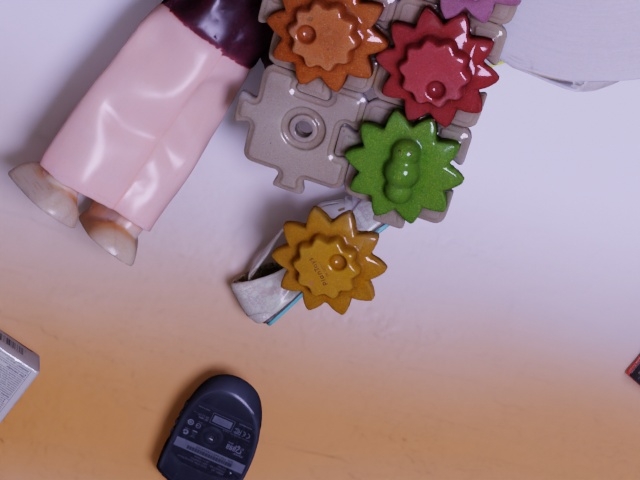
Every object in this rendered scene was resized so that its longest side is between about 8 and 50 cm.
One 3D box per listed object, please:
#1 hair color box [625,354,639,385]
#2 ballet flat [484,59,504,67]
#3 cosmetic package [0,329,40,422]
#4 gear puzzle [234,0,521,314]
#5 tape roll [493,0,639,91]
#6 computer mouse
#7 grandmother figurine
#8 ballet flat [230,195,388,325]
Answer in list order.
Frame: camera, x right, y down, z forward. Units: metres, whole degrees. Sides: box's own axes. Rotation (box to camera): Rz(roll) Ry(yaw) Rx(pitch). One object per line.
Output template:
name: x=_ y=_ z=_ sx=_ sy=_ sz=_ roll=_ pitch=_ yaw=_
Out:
hair color box: x=0.340 y=0.131 z=1.256 sx=0.141 sy=0.043 sz=0.072 roll=37 pitch=96 yaw=-17
ballet flat: x=0.164 y=-0.177 z=1.127 sx=0.231 sy=0.077 sz=0.077 roll=-16 pitch=107 yaw=-5
cosmetic package: x=-0.277 y=0.125 z=1.151 sx=0.060 sy=0.041 sz=0.115 roll=38 pitch=96 yaw=-17
gear puzzle: x=0.026 y=-0.092 z=1.034 sx=0.175 sy=0.044 sz=0.339 roll=19 pitch=118 yaw=5
tape roll: x=0.198 y=-0.297 z=0.969 sx=0.072 sy=0.392 sz=0.392 roll=-15 pitch=113 yaw=-51
computer mouse: x=-0.115 y=0.212 z=1.209 sx=0.071 sy=0.041 sz=0.242 roll=27 pitch=105 yaw=-6
grandmother figurine: x=-0.088 y=-0.154 z=1.087 sx=0.342 sy=0.104 sz=0.208 roll=-51 pitch=134 yaw=3
ballet flat: x=0.000 y=0.000 z=1.160 sx=0.168 sy=0.057 sz=0.052 roll=-40 pitch=97 yaw=2
